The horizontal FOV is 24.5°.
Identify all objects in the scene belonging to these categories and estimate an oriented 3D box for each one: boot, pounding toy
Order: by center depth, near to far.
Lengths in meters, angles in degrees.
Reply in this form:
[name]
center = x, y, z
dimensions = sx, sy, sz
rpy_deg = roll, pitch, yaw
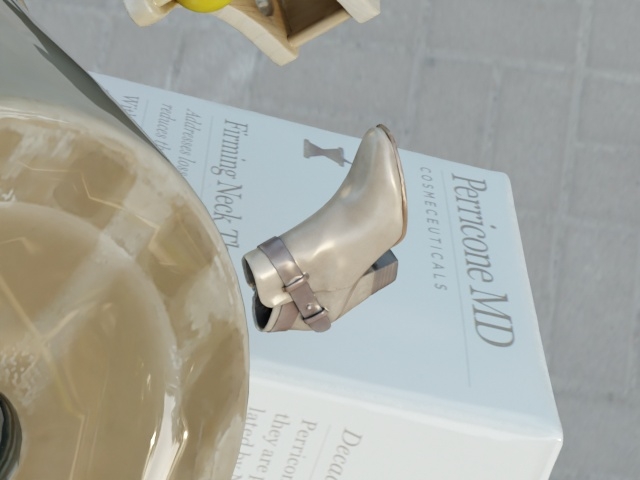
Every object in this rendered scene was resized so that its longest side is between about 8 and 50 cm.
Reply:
[boot]
center = 0.000, 0.000, 0.788
dimensions = 0.087, 0.118, 0.042
rpy_deg = -18, 38, -19
[pounding toy]
center = -0.069, -0.171, 0.916
dimensions = 0.155, 0.269, 0.154
rpy_deg = -26, 98, 22

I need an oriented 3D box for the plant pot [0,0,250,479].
[plant pot]
center = -0.177, 0.020, 0.479
dimensions = 0.280, 0.323, 0.323
rpy_deg = 21, 67, 46

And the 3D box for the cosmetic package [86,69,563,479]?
[cosmetic package]
center = -0.082, 0.116, 1.064
dimensions = 0.394, 0.327, 0.329
rpy_deg = 13, 31, -8
